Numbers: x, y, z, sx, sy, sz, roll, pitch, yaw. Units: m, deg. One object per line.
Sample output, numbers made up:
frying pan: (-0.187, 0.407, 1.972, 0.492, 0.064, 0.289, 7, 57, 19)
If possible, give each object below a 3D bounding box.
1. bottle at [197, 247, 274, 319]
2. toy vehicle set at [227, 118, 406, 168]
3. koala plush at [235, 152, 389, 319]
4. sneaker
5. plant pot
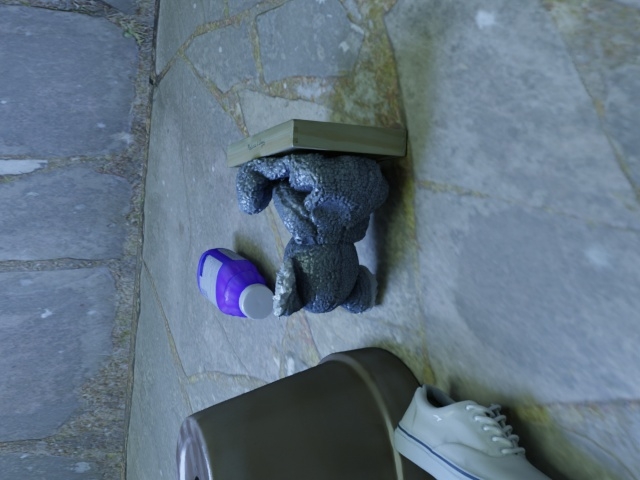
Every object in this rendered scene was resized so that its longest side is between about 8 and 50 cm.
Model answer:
bottle: (-0.175, 0.093, 1.439, 0.283, 0.092, 0.118, -159, 71, -63)
toy vehicle set: (-0.017, -0.131, 1.021, 0.267, 0.166, 0.035, -1, 88, 64)
koala plush: (0.000, 0.000, 0.976, 0.203, 0.196, 0.221, -1, 85, 54)
sneaker: (0.166, 0.216, 0.735, 0.258, 0.094, 0.091, 12, 88, 58)
plant pot: (-0.036, 0.318, 0.942, 0.323, 0.280, 0.323, 179, 90, -65)
